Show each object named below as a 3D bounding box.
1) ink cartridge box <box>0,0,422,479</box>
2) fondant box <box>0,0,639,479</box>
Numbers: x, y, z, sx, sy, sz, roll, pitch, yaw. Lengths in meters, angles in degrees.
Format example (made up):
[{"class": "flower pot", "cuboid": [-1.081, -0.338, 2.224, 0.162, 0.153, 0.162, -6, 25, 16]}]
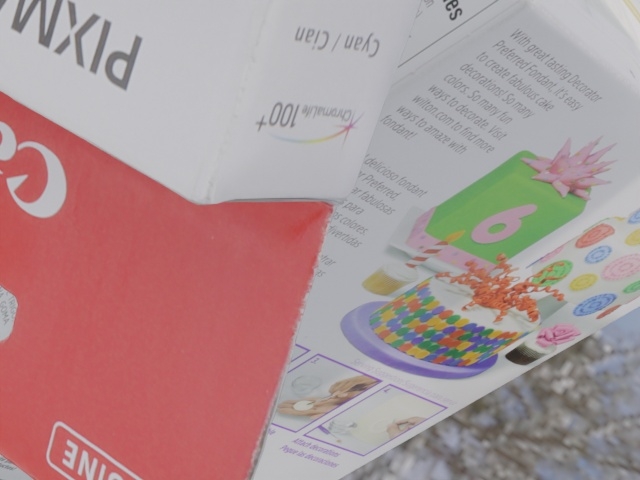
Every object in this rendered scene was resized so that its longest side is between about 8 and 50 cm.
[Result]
[{"class": "ink cartridge box", "cuboid": [-0.112, -0.073, 0.526, 0.296, 0.066, 0.261, 29, -72, 34]}, {"class": "fondant box", "cuboid": [0.000, 0.000, 0.780, 0.330, 0.238, 0.096, -32, -124, 23]}]
